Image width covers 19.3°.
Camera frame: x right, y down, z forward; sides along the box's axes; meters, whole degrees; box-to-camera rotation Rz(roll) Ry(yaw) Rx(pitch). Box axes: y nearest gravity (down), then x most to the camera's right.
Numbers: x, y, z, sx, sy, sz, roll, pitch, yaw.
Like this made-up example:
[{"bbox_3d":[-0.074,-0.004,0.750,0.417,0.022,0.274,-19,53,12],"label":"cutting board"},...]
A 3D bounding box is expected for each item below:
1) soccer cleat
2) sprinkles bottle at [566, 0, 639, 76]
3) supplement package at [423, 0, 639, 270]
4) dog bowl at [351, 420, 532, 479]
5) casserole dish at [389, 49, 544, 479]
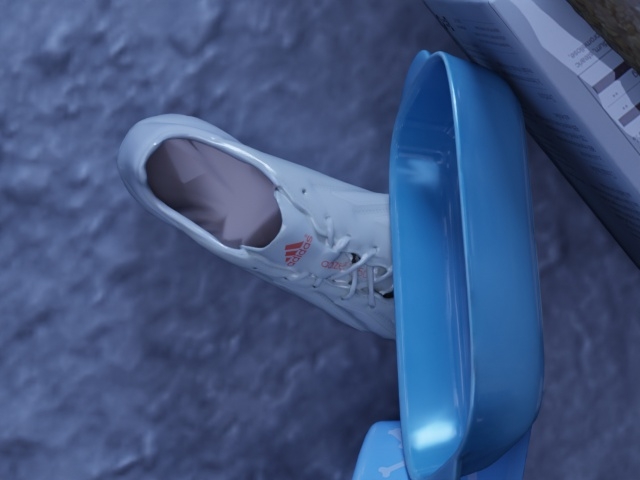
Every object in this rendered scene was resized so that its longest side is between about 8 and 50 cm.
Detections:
[{"bbox_3d":[0.000,0.000,0.844,0.196,0.076,0.068,23,97,-7],"label":"soccer cleat"},{"bbox_3d":[0.218,-0.020,0.628,0.355,0.121,0.121,45,94,-8],"label":"sprinkles bottle"},{"bbox_3d":[0.208,-0.061,0.784,0.198,0.199,0.262,-40,99,2],"label":"supplement package"},{"bbox_3d":[0.035,0.216,0.842,0.074,0.166,0.297,11,98,7],"label":"dog bowl"},{"bbox_3d":[0.058,0.013,0.765,0.037,0.114,0.188,2,70,-11],"label":"casserole dish"}]
